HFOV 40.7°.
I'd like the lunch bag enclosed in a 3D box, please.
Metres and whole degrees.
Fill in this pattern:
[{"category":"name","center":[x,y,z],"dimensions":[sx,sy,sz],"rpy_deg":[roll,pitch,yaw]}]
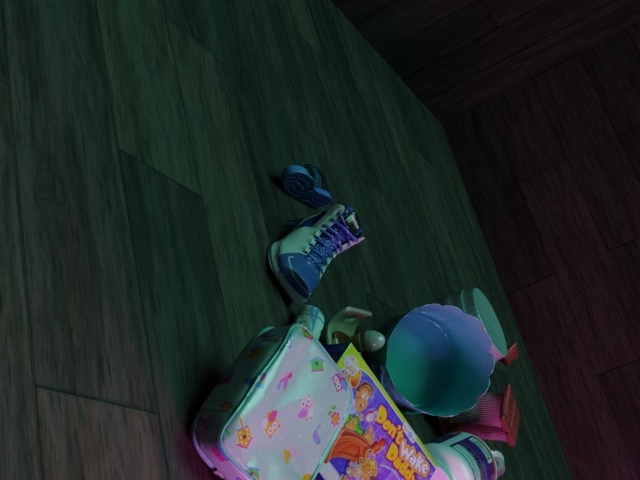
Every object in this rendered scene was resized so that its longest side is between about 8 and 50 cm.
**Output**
[{"category":"lunch bag","center":[-0.072,0.296,1.421],"dimensions":[0.224,0.108,0.279],"rpy_deg":[54,51,-25]}]

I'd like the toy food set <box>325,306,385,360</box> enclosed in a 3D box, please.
[{"category":"toy food set","center":[0.100,0.303,1.876],"dimensions":[0.220,0.092,0.306],"rpy_deg":[26,52,-72]}]

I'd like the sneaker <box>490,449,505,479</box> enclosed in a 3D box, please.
[{"category":"sneaker","center":[0.448,0.649,2.418],"dimensions":[0.252,0.103,0.111],"rpy_deg":[28,45,-50]}]

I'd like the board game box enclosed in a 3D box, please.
[{"category":"board game box","center":[0.066,0.402,1.658],"dimensions":[0.347,0.078,0.233],"rpy_deg":[55,49,-21]}]

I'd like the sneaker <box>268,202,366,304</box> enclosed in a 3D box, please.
[{"category":"sneaker","center":[0.000,0.000,1.967],"dimensions":[0.127,0.182,0.315],"rpy_deg":[56,22,-17]}]

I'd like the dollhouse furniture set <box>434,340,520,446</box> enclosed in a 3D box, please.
[{"category":"dollhouse furniture set","center":[0.460,0.384,2.436],"dimensions":[0.374,0.201,0.152],"rpy_deg":[-70,147,-40]}]

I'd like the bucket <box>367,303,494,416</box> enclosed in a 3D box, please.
[{"category":"bucket","center":[0.255,0.290,2.076],"dimensions":[0.281,0.281,0.183],"rpy_deg":[64,-19,1]}]

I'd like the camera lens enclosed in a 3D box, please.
[{"category":"camera lens","center":[0.333,0.270,2.318],"dimensions":[0.219,0.274,0.219],"rpy_deg":[50,24,-32]}]

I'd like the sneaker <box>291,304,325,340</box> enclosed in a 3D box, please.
[{"category":"sneaker","center":[-0.042,0.196,1.784],"dimensions":[0.086,0.085,0.237],"rpy_deg":[28,23,-11]}]

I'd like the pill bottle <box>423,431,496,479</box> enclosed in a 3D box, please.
[{"category":"pill bottle","center":[0.291,0.554,2.012],"dimensions":[0.323,0.181,0.181],"rpy_deg":[11,56,-65]}]

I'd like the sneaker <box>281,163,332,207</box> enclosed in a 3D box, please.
[{"category":"sneaker","center":[-0.044,-0.158,2.206],"dimensions":[0.232,0.081,0.090],"rpy_deg":[38,29,-63]}]
